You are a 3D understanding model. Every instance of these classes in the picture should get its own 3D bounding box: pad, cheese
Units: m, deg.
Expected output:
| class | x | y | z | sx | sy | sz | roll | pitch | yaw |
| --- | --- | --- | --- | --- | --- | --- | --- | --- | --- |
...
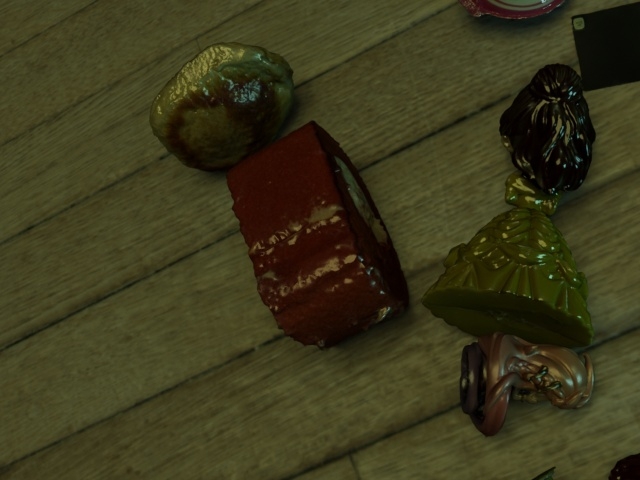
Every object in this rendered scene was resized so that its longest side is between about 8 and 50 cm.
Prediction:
| class | x | y | z | sx | sy | sz | roll | pitch | yaw |
| --- | --- | --- | --- | --- | --- | --- | --- | --- | --- |
| pad | 0.426 | -0.260 | 1.117 | 0.193 | 0.004 | 0.116 | -8 | 70 | 17 |
| cheese | 0.295 | -0.375 | 1.173 | 0.244 | 0.062 | 0.155 | -29 | 65 | -4 |

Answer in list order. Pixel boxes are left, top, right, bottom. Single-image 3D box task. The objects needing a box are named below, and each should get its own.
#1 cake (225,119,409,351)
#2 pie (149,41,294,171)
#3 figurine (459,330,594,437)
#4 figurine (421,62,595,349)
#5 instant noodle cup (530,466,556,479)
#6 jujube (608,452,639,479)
| class | x | y | z | sx | sy | sz | roll | pitch | yaw |
| --- | --- | --- | --- | --- | --- | --- | --- | --- | --- |
| cake | 0.000 | 0.000 | 1.093 | 0.151 | 0.177 | 0.283 | -28 | 59 | 10 |
| pie | -0.127 | -0.181 | 1.198 | 0.205 | 0.179 | 0.084 | -42 | 58 | 10 |
| figurine | 0.228 | 0.153 | 0.990 | 0.157 | 0.126 | 0.114 | -16 | 112 | 16 |
| figurine | 0.254 | -0.047 | 1.046 | 0.187 | 0.168 | 0.315 | 3 | 64 | 32 |
| instant noodle cup | 0.203 | 0.351 | 0.897 | 0.205 | 0.205 | 0.153 | -37 | 74 | 5 |
| jujube | 0.403 | 0.274 | 0.870 | 0.236 | 0.168 | 0.168 | 1 | 72 | 36 |
